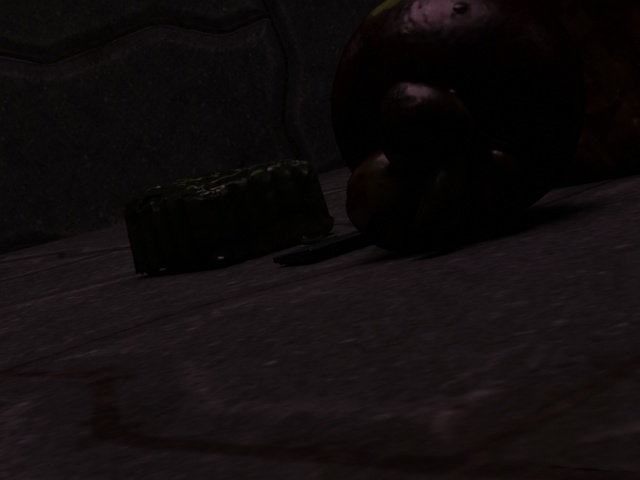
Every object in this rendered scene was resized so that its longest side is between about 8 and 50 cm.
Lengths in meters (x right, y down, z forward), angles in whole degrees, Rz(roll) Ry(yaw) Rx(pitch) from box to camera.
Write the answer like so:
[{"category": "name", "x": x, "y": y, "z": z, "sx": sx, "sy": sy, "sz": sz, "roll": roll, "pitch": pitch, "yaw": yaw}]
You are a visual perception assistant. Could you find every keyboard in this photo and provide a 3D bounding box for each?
[{"category": "keyboard", "x": 0.039, "y": -0.005, "z": 1.067, "sx": 0.176, "sy": 0.014, "sz": 0.055, "roll": -17, "pitch": 6, "yaw": -40}]

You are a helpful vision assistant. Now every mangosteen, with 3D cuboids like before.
[{"category": "mangosteen", "x": 0.103, "y": -0.089, "z": 0.938, "sx": 0.215, "sy": 0.215, "sz": 0.257, "roll": -10, "pitch": 41, "yaw": 34}]

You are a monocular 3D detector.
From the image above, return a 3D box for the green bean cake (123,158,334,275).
[{"category": "green bean cake", "x": -0.103, "y": -0.029, "z": 1.251, "sx": 0.181, "sy": 0.094, "sz": 0.173, "roll": -19, "pitch": 8, "yaw": -39}]

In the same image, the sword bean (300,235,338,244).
[{"category": "sword bean", "x": 0.000, "y": 0.000, "z": 1.138, "sx": 0.012, "sy": 0.012, "sz": 0.083, "roll": -15, "pitch": 5, "yaw": -23}]

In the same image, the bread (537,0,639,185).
[{"category": "bread", "x": 0.287, "y": -0.205, "z": 1.206, "sx": 0.279, "sy": 0.279, "sz": 0.207, "roll": -7, "pitch": 10, "yaw": 37}]
